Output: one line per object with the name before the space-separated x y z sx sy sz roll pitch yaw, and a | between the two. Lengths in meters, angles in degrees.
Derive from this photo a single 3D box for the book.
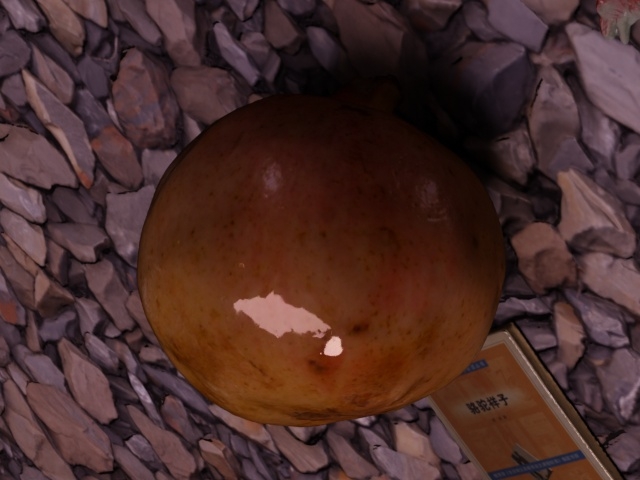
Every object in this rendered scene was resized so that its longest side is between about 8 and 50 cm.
book | 0.200 0.198 1.875 0.241 0.018 0.170 54 142 -9

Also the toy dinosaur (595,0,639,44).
toy dinosaur | 0.267 -0.224 1.406 0.167 0.053 0.242 25 146 36

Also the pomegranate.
pomegranate | 0.000 0.000 1.674 0.338 0.338 0.338 25 137 26
